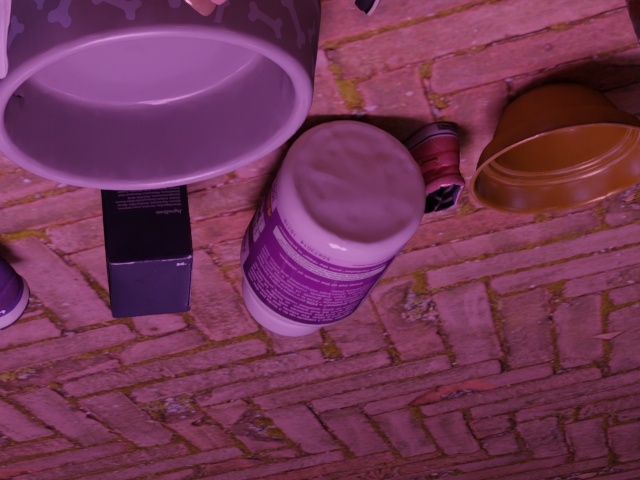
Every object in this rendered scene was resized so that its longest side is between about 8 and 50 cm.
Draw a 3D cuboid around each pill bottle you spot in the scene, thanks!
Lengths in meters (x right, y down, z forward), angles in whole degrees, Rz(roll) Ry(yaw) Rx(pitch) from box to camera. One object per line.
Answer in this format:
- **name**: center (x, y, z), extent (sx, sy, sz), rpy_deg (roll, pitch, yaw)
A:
- **pill bottle**: center (0.000, 0.000, 1.773), extent (0.169, 0.169, 0.301), rpy_deg (-1, 155, -18)

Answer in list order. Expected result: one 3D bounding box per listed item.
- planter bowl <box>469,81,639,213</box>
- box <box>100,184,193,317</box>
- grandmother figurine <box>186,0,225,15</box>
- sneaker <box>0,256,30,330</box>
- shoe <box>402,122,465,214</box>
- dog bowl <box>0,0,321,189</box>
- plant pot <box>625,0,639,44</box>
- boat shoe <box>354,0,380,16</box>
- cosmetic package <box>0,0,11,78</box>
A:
- **planter bowl**: center (0.265, -0.115, 1.702), extent (0.217, 0.090, 0.217), rpy_deg (-8, 157, -4)
- **box**: center (-0.192, -0.017, 1.678), extent (0.093, 0.158, 0.156), rpy_deg (-5, 156, -9)
- **grandmother figurine**: center (0.024, -0.294, 1.141), extent (0.342, 0.104, 0.208), rpy_deg (-29, 153, 20)
- **sneaker**: center (-0.508, 0.063, 1.857), extent (0.283, 0.107, 0.124), rpy_deg (-17, 141, 9)
- **shoe**: center (0.105, -0.061, 1.778), extent (0.063, 0.081, 0.178), rpy_deg (6, 152, -31)
- **dog bowl**: center (-0.164, -0.158, 1.441), extent (0.349, 0.102, 0.349), rpy_deg (-8, 157, -4)
- **plant pot**: center (0.442, -0.205, 1.454), extent (0.230, 0.215, 0.215), rpy_deg (-26, 154, 5)
- **boat shoe**: center (0.049, -0.248, 1.387), extent (0.042, 0.049, 0.133), rpy_deg (22, 160, -1)
- **cosmetic package**: center (-0.416, -0.227, 1.056), extent (0.385, 0.217, 0.156), rpy_deg (-5, 157, -14)
